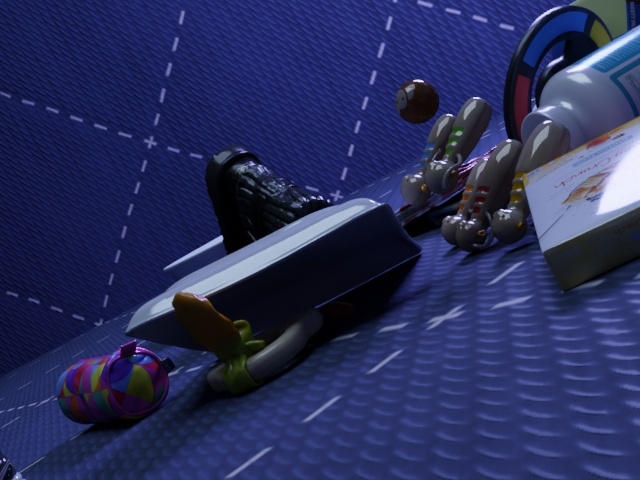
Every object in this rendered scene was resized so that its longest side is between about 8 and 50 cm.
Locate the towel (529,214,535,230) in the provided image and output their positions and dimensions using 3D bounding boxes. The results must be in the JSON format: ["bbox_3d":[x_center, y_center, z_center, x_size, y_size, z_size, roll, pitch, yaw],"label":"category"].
[{"bbox_3d":[0.333,-0.064,1.155,0.197,0.029,0.144,-28,2,-3],"label":"towel"}]

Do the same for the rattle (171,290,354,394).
[{"bbox_3d":[-0.068,0.083,1.246,0.199,0.143,0.130,-37,-6,-29],"label":"rattle"}]

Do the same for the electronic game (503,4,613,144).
[{"bbox_3d":[0.328,-0.200,1.410,0.229,0.229,0.048,-31,30,-29],"label":"electronic game"}]

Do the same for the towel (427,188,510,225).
[{"bbox_3d":[0.366,-0.133,1.620,0.370,0.040,0.271,-32,5,-18],"label":"towel"}]

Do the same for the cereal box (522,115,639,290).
[{"bbox_3d":[0.281,-0.049,0.972,0.173,0.047,0.240,-27,14,14],"label":"cereal box"}]

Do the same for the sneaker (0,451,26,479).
[{"bbox_3d":[-0.450,0.319,1.268,0.178,0.077,0.072,-32,5,-33],"label":"sneaker"}]

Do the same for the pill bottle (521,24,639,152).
[{"bbox_3d":[0.382,-0.177,1.332,0.264,0.146,0.146,-30,5,-22],"label":"pill bottle"}]

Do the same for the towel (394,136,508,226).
[{"bbox_3d":[0.207,-0.087,1.770,0.237,0.037,0.329,-31,-3,-37],"label":"towel"}]

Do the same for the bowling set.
[{"bbox_3d":[0.154,-0.086,1.285,0.154,0.199,0.287,-62,4,-12],"label":"bowling set"}]

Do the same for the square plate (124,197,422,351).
[{"bbox_3d":[-0.049,0.047,1.364,0.347,0.049,0.344,-27,-15,7],"label":"square plate"}]

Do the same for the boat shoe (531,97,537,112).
[{"bbox_3d":[0.443,-0.243,1.913,0.105,0.113,0.306,-41,8,48],"label":"boat shoe"}]

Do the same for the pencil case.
[{"bbox_3d":[-0.293,0.203,1.467,0.104,0.104,0.236,-32,5,-34],"label":"pencil case"}]

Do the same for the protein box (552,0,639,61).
[{"bbox_3d":[0.504,-0.312,1.646,0.201,0.136,0.200,1,-7,-21],"label":"protein box"}]

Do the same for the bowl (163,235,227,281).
[{"bbox_3d":[-0.163,0.045,2.155,0.297,0.134,0.298,-29,5,3],"label":"bowl"}]

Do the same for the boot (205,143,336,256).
[{"bbox_3d":[-0.057,0.013,1.796,0.131,0.348,0.260,-43,50,-16],"label":"boot"}]
